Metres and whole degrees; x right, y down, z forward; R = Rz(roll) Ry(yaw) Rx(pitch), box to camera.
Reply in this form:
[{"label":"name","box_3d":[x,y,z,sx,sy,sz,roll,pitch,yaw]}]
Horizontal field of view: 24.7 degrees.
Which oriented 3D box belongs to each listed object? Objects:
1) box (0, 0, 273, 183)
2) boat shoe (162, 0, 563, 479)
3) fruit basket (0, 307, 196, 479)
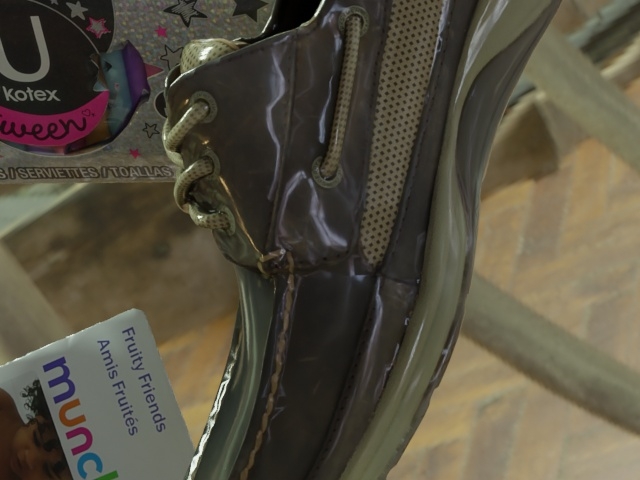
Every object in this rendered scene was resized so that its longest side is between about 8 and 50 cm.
[{"label":"box","box_3d":[-0.099,-0.132,0.827,0.247,0.142,0.163,-1,41,11]},{"label":"boat shoe","box_3d":[-0.003,-0.042,0.584,0.132,0.130,0.355,178,111,-74]},{"label":"fruit basket","box_3d":[-0.198,0.249,0.782,0.353,0.327,0.165,-24,-10,20]}]
